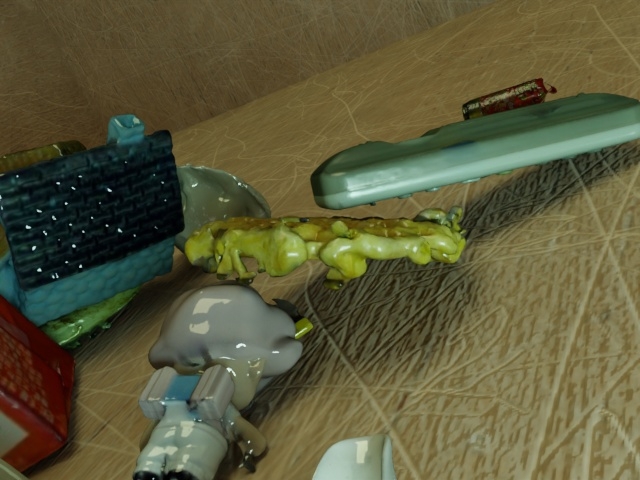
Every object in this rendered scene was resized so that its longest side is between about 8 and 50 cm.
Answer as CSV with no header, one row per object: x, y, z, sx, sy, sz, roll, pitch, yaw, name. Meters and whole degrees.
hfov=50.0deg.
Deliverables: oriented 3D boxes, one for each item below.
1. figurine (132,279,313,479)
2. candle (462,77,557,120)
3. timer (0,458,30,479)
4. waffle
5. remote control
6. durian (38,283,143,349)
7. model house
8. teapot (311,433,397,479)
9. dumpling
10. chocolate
-0.088,0.106,0.567,0.137,0.112,0.229,-12,32,24,figurine
0.271,-0.194,0.979,0.130,0.052,0.052,-15,21,30,candle
-0.268,0.256,0.373,0.266,0.175,0.175,-49,24,-14,timer
0.000,0.003,0.639,0.262,0.060,0.280,-3,3,7,waffle
0.156,-0.095,0.713,0.335,0.066,0.128,-14,8,-7,remote control
-0.410,0.138,0.965,0.198,0.163,0.394,30,53,21,durian
-0.338,-0.059,0.884,0.261,0.226,0.241,-25,-27,-38,model house
0.005,0.181,0.252,0.145,0.092,0.226,-20,20,26,teapot
-0.187,-0.050,1.019,0.247,0.172,0.142,-9,46,40,dumpling
-0.375,0.120,0.711,0.108,0.237,0.235,-44,21,-5,chocolate
